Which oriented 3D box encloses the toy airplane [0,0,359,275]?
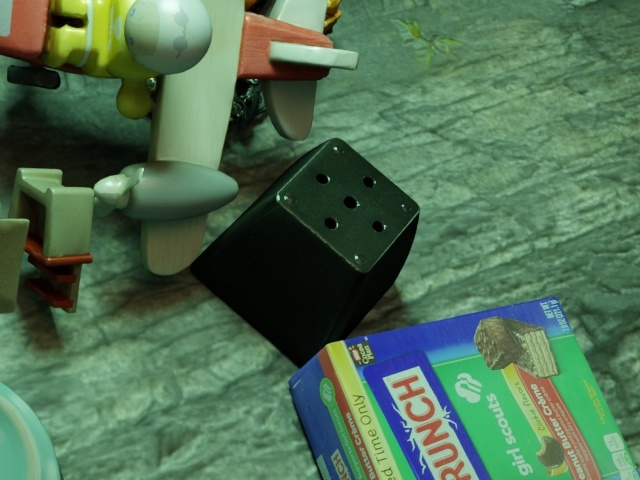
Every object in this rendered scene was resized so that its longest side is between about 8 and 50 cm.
[{"bbox_3d":[-0.142,-0.209,1.415,0.384,0.272,0.386,-38,102,-4],"label":"toy airplane"}]

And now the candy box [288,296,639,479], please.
[{"bbox_3d":[0.162,0.220,1.464,0.317,0.122,0.268,-10,66,-29],"label":"candy box"}]

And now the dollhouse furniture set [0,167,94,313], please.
[{"bbox_3d":[-0.354,0.004,1.304,0.259,0.135,0.262,-1,19,-40],"label":"dollhouse furniture set"}]

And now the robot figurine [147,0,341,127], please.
[{"bbox_3d":[-0.115,-0.256,1.654,0.211,0.085,0.291,44,52,6],"label":"robot figurine"}]

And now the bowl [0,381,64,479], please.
[{"bbox_3d":[-0.351,0.228,1.181,0.312,0.163,0.311,14,52,-19],"label":"bowl"}]

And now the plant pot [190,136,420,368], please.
[{"bbox_3d":[0.000,0.000,1.497,0.187,0.167,0.188,41,53,3],"label":"plant pot"}]
